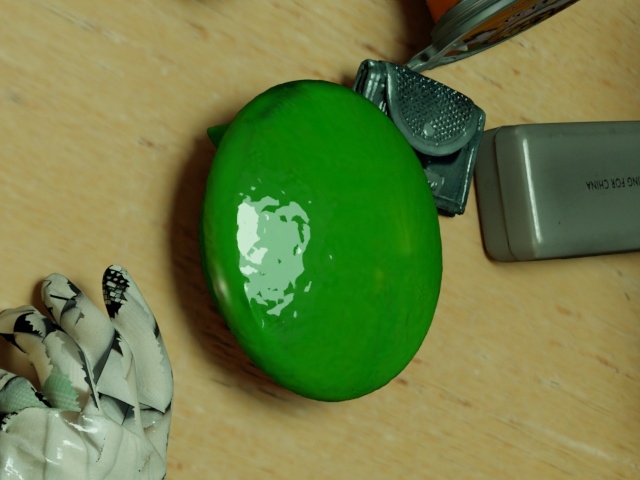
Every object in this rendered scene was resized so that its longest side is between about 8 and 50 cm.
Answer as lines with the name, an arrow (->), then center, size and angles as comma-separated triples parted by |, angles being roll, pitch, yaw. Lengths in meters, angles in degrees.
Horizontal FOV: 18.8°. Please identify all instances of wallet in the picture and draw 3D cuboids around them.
wallet -> 0.068, -0.071, 1.351 | 0.129, 0.026, 0.088 | 18, 85, -43

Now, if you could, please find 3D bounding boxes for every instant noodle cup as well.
instant noodle cup -> 0.128, -0.219, 1.365 | 0.208, 0.177, 0.126 | -27, 87, -15

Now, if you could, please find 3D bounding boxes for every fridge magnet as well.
fridge magnet -> 0.000, 0.000, 1.236 | 0.208, 0.088, 0.208 | 9, 77, -44

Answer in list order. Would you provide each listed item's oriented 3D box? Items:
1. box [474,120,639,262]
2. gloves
box -> 0.215, -0.040, 1.488 | 0.243, 0.055, 0.103 | -5, 85, -45
gloves -> -0.135, 0.109, 1.069 | 0.127, 0.111, 0.212 | 32, 68, -32
